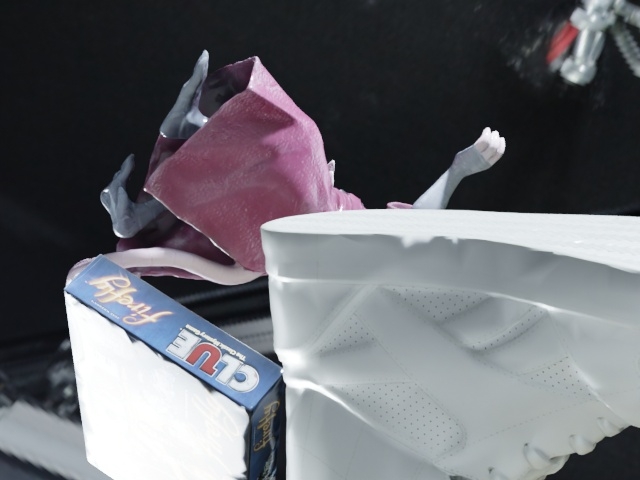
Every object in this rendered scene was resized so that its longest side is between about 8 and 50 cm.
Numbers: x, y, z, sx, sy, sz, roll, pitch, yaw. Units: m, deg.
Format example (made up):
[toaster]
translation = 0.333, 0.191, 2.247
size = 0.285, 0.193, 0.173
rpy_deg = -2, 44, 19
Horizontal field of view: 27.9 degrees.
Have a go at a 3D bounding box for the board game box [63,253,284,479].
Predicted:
[board game box]
translation = -0.109, 0.135, 0.969
size = 0.165, 0.042, 0.243
rpy_deg = 30, -35, 18

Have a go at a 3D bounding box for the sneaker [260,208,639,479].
[sneaker]
translation = 0.102, 0.077, 0.554
size = 0.292, 0.108, 0.169
rpy_deg = 4, -81, 40

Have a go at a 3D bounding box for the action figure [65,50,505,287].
[action figure]
translation = 0.000, 0.000, 1.187
size = 0.370, 0.275, 0.248
rpy_deg = 33, -28, -16
